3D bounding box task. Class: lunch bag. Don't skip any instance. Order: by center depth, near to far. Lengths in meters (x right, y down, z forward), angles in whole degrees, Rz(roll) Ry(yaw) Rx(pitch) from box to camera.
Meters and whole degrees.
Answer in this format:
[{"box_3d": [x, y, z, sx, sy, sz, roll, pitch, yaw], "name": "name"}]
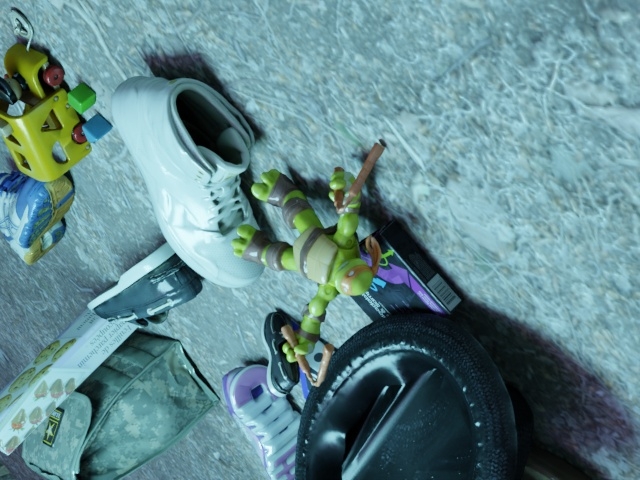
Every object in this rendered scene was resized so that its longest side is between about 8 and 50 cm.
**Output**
[{"box_3d": [-0.359, 0.293, 2.187, 0.235, 0.287, 0.169, 4, 132, 56], "name": "lunch bag"}]

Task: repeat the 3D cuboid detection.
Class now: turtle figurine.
[{"box_3d": [0.000, 0.000, 1.401, 0.217, 0.087, 0.269, 35, 119, 49], "name": "turtle figurine"}]

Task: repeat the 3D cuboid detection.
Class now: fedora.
[{"box_3d": [0.122, 0.240, 1.443, 0.334, 0.152, 0.334, -9, 77, 46], "name": "fedora"}]

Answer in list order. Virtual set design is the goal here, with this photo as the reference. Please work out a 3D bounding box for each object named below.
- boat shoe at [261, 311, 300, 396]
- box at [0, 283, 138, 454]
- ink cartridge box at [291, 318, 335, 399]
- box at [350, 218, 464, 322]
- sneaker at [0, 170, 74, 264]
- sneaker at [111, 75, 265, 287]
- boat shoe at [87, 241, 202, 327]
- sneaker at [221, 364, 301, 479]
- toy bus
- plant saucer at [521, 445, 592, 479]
[{"box_3d": [-0.050, 0.143, 1.721, 0.046, 0.125, 0.038, 26, 133, -32], "name": "boat shoe"}, {"box_3d": [-0.413, 0.201, 2.090, 0.067, 0.324, 0.063, 15, 143, 50], "name": "box"}, {"box_3d": [0.031, 0.228, 1.767, 0.208, 0.045, 0.206, 34, 152, 29], "name": "ink cartridge box"}, {"box_3d": [0.079, 0.048, 1.448, 0.116, 0.029, 0.162, 48, 156, -2], "name": "box"}, {"box_3d": [-0.473, -0.057, 2.060, 0.131, 0.112, 0.296, 46, 154, 2], "name": "sneaker"}, {"box_3d": [-0.126, -0.059, 1.520, 0.169, 0.108, 0.292, 8, 133, 58], "name": "sneaker"}, {"box_3d": [-0.261, 0.085, 1.933, 0.091, 0.114, 0.302, 54, 155, -2], "name": "boat shoe"}, {"box_3d": [-0.078, 0.278, 1.968, 0.104, 0.095, 0.236, 14, 135, 59], "name": "sneaker"}, {"box_3d": [-0.396, -0.177, 1.773, 0.202, 0.104, 0.191, 47, 155, -1], "name": "toy bus"}, {"box_3d": [0.281, 0.336, 1.541, 0.278, 0.041, 0.278, 36, 152, 23], "name": "plant saucer"}]
